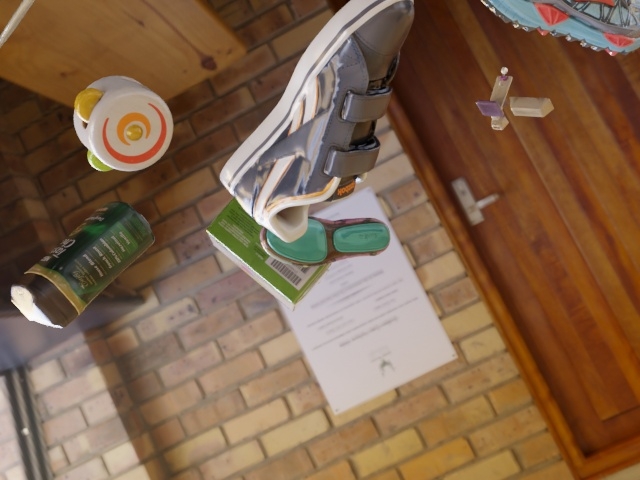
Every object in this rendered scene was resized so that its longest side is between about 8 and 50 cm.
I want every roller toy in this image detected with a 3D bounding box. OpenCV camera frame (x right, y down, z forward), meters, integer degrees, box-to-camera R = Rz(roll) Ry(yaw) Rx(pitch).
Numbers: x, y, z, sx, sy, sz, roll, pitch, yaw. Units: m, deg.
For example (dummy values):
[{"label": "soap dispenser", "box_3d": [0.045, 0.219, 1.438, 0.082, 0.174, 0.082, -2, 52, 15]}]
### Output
[{"label": "roller toy", "box_3d": [-0.431, -0.258, 1.616, 0.191, 0.209, 0.146, -26, -143, -23]}]

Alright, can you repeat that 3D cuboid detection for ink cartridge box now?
[{"label": "ink cartridge box", "box_3d": [-0.088, 0.032, 1.276, 0.097, 0.189, 0.255, -50, 175, -12]}]

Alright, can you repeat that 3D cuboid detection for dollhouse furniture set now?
[{"label": "dollhouse furniture set", "box_3d": [0.328, -0.230, 1.181, 0.114, 0.081, 0.091, 11, 164, 36]}]

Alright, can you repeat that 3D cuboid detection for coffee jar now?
[{"label": "coffee jar", "box_3d": [-0.311, 0.032, 0.961, 0.096, 0.079, 0.184, -1, -139, 47]}]

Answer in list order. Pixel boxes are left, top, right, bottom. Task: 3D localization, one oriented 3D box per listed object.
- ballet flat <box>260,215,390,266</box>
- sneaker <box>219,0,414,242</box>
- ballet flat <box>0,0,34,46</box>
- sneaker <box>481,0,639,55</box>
[{"label": "ballet flat", "box_3d": [0.000, 0.000, 1.101, 0.222, 0.076, 0.079, -4, 178, -30]}, {"label": "sneaker", "box_3d": [0.019, -0.127, 0.812, 0.126, 0.127, 0.321, -25, 162, -51]}, {"label": "ballet flat", "box_3d": [-0.399, -0.388, 0.874, 0.164, 0.182, 0.482, -102, -148, -75]}, {"label": "sneaker", "box_3d": [0.301, -0.285, 0.804, 0.262, 0.104, 0.125, -1, 143, -30]}]
